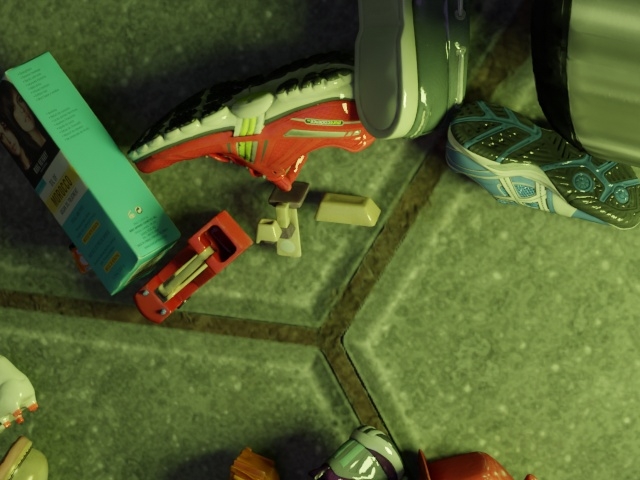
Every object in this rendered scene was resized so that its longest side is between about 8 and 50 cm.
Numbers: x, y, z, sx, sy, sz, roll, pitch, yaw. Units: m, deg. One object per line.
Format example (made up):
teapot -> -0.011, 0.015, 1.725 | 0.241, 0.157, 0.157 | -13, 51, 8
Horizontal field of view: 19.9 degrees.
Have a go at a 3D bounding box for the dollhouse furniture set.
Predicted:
dollhouse furniture set -> 0.000, 0.000, 1.891 | 0.114, 0.091, 0.081 | 6, 126, 14

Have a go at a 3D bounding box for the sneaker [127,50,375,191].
sneaker -> -0.071, -0.099, 1.864 | 0.279, 0.107, 0.118 | -13, 113, 25

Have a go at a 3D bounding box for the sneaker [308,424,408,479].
sneaker -> 0.062, 0.308, 1.941 | 0.083, 0.098, 0.223 | 10, 130, 62

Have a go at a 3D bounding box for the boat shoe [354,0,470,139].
boat shoe -> 0.101, -0.257, 1.765 | 0.116, 0.099, 0.319 | 18, 107, 54

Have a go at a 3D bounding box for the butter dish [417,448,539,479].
butter dish -> 0.179, 0.282, 1.899 | 0.118, 0.160, 0.160 | -27, 97, 2

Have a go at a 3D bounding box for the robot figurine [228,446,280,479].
robot figurine -> -0.059, 0.386, 2.037 | 0.211, 0.085, 0.291 | 18, 113, 13

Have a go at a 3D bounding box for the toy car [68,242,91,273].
toy car -> -0.258, -0.029, 1.976 | 0.041, 0.060, 0.122 | -13, 105, 12

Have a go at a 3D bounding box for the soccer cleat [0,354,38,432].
soccer cleat -> -0.406, 0.209, 2.112 | 0.196, 0.068, 0.076 | -40, 77, 25

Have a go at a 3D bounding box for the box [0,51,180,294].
box -> -0.254, -0.070, 1.915 | 0.244, 0.060, 0.100 | 53, 145, 7

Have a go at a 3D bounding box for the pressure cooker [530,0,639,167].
pressure cooker -> 0.419, -0.202, 1.477 | 0.420, 0.375, 0.369 | 15, 82, 24

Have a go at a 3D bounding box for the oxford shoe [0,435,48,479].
oxford shoe -> -0.346, 0.399, 2.124 | 0.147, 0.140, 0.397 | 19, 124, 7

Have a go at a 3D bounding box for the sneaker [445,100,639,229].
sneaker -> 0.221, -0.068, 1.796 | 0.211, 0.080, 0.081 | 26, 151, 1

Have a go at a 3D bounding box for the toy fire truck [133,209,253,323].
toy fire truck -> -0.136, 0.030, 1.910 | 0.192, 0.135, 0.047 | -41, 92, 26
